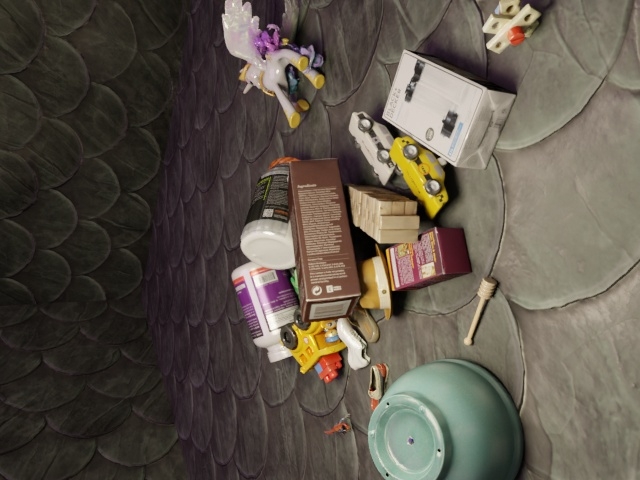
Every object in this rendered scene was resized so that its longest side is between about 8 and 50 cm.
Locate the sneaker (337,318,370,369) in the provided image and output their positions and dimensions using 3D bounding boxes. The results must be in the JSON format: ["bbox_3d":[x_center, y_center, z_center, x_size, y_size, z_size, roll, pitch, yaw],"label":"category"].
[{"bbox_3d":[0.095,0.278,1.536,0.061,0.053,0.152,-26,84,42],"label":"sneaker"}]

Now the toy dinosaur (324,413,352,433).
[{"bbox_3d":[0.057,0.539,1.596,0.047,0.090,0.082,58,171,20],"label":"toy dinosaur"}]

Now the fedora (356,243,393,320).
[{"bbox_3d":[0.128,0.107,1.383,0.194,0.079,0.194,-9,-90,-89],"label":"fedora"}]

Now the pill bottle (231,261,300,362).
[{"bbox_3d":[-0.158,0.221,1.815,0.181,0.181,0.323,-30,78,56],"label":"pill bottle"}]

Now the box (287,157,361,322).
[{"bbox_3d":[0.000,0.000,1.438,0.191,0.143,0.381,101,161,-66],"label":"box"}]

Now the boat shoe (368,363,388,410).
[{"bbox_3d":[0.146,0.387,1.460,0.049,0.043,0.137,28,116,55],"label":"boat shoe"}]

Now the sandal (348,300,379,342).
[{"bbox_3d":[0.101,0.208,1.530,0.180,0.049,0.072,57,137,43],"label":"sandal"}]

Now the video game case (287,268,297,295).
[{"bbox_3d":[-0.145,0.160,1.958,0.193,0.023,0.212,50,133,36],"label":"video game case"}]

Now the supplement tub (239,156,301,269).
[{"bbox_3d":[-0.116,-0.088,1.683,0.193,0.193,0.316,-46,26,51],"label":"supplement tub"}]

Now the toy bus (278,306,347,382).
[{"bbox_3d":[0.006,0.294,1.620,0.211,0.149,0.220,57,136,24],"label":"toy bus"}]

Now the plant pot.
[{"bbox_3d":[0.219,0.385,1.103,0.293,0.196,0.293,-9,77,42],"label":"plant pot"}]

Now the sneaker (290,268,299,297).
[{"bbox_3d":[-0.021,0.074,1.655,0.123,0.109,0.295,48,136,14],"label":"sneaker"}]

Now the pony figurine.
[{"bbox_3d":[-0.147,-0.582,1.780,0.363,0.303,0.351,40,135,34],"label":"pony figurine"}]

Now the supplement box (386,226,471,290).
[{"bbox_3d":[0.238,0.045,1.257,0.188,0.080,0.104,-29,65,57],"label":"supplement box"}]

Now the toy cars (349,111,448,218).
[{"bbox_3d":[0.194,-0.197,1.324,0.394,0.087,0.176,47,160,53],"label":"toy cars"}]

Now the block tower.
[{"bbox_3d":[0.135,-0.073,1.342,0.335,0.097,0.091,-136,47,-71],"label":"block tower"}]

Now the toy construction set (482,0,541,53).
[{"bbox_3d":[0.326,-0.526,1.031,0.215,0.151,0.328,-29,71,30],"label":"toy construction set"}]

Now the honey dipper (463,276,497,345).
[{"bbox_3d":[0.326,0.151,1.158,0.030,0.030,0.161,46,131,50],"label":"honey dipper"}]

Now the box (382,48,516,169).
[{"bbox_3d":[0.263,-0.287,1.204,0.290,0.087,0.169,51,133,47],"label":"box"}]

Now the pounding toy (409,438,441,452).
[{"bbox_3d":[0.204,0.453,1.293,0.183,0.110,0.237,63,141,38],"label":"pounding toy"}]
